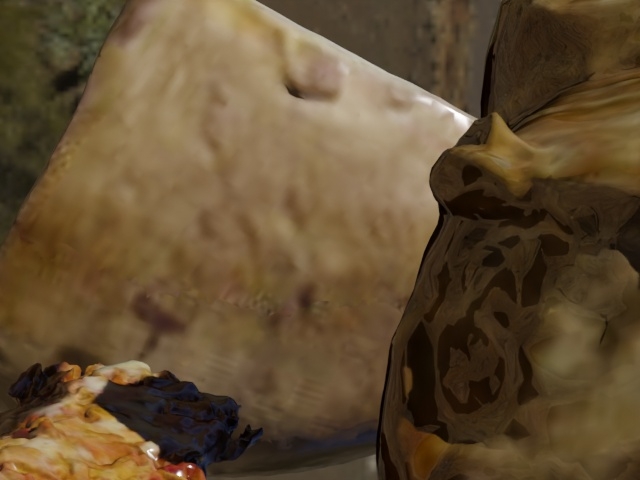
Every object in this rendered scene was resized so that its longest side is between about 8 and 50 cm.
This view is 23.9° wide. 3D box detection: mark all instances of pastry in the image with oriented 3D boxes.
[{"bbox_3d":[-0.073,0.085,0.412,0.169,0.087,0.063,-53,155,-73],"label":"pastry"}]

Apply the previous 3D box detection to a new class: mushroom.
[{"bbox_3d":[-0.003,0.044,0.974,0.314,0.397,0.224,-64,-179,-12],"label":"mushroom"}]

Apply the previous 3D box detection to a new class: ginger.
[{"bbox_3d":[0.120,0.065,0.456,0.357,0.152,0.274,-70,145,-48],"label":"ginger"}]
